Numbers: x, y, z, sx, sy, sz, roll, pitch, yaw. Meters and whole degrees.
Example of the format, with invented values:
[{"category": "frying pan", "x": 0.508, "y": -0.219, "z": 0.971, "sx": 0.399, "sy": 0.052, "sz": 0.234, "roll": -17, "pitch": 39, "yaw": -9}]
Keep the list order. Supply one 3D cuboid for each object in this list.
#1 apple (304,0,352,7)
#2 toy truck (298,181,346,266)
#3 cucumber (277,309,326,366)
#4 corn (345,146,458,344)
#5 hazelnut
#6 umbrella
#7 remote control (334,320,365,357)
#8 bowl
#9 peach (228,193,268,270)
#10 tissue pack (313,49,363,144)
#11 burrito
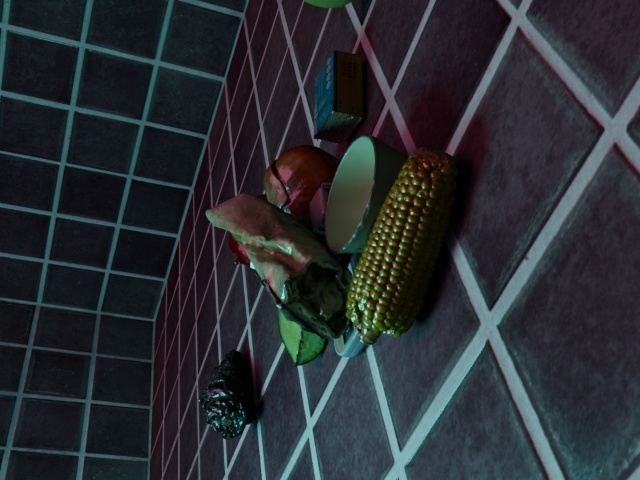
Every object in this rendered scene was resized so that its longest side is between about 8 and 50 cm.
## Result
[{"category": "apple", "x": -0.001, "y": -0.672, "z": 1.715, "sx": 0.292, "sy": 0.254, "sz": 0.292, "roll": -166, "pitch": 90, "yaw": -68}, {"category": "toy truck", "x": 0.000, "y": 0.000, "z": 1.543, "sx": 0.101, "sy": 0.125, "sz": 0.242, "roll": -96, "pitch": 26, "yaw": -43}, {"category": "cucumber", "x": -0.046, "y": 0.183, "z": 1.673, "sx": 0.244, "sy": 0.063, "sz": 0.115, "roll": -134, "pitch": 51, "yaw": -68}, {"category": "corn", "x": 0.124, "y": 0.013, "z": 1.172, "sx": 0.119, "sy": 0.119, "sz": 0.322, "roll": -129, "pitch": 52, "yaw": -67}, {"category": "hazelnut", "x": -0.027, "y": -0.113, "z": 1.630, "sx": 0.182, "sy": 0.182, "sz": 0.182, "roll": -170, "pitch": 90, "yaw": -72}, {"category": "umbrella", "x": -0.257, "y": 0.397, "z": 2.045, "sx": 0.128, "sy": 0.154, "sz": 0.336, "roll": -64, "pitch": 23, "yaw": 16}, {"category": "remote control", "x": 0.084, "y": 0.117, "z": 1.350, "sx": 0.087, "sy": 0.047, "sz": 0.244, "roll": -102, "pitch": 29, "yaw": -42}, {"category": "bowl", "x": 0.095, "y": -0.069, "z": 1.305, "sx": 0.211, "sy": 0.112, "sz": 0.211, "roll": -167, "pitch": 90, "yaw": -71}, {"category": "peach", "x": -0.126, "y": 0.005, "z": 1.824, "sx": 0.190, "sy": 0.196, "sz": 0.226, "roll": 67, "pitch": -160, "yaw": -56}, {"category": "tissue pack", "x": 0.041, "y": -0.308, "z": 1.654, "sx": 0.120, "sy": 0.082, "sz": 0.169, "roll": 132, "pitch": 145, "yaw": -56}, {"category": "burrito", "x": -0.070, "y": 0.025, "z": 1.415, "sx": 0.135, "sy": 0.190, "sz": 0.332, "roll": -51, "pitch": 45, "yaw": 5}]
